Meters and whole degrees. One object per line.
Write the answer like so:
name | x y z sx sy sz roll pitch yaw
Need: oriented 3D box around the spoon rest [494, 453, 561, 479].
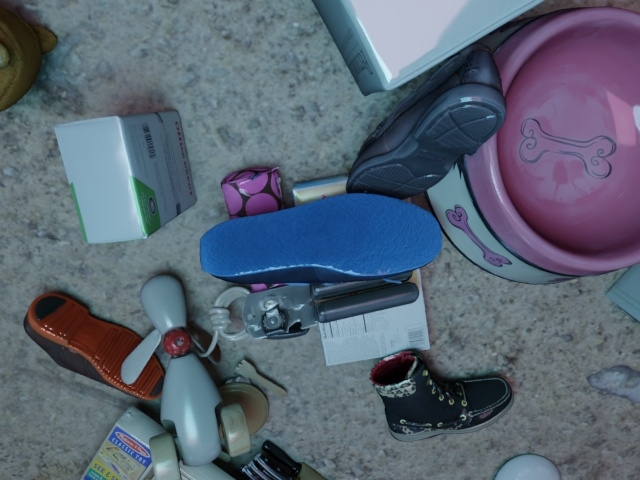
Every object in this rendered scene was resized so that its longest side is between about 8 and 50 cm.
spoon rest | 0.379 0.550 1.017 0.137 0.084 0.277 24 91 -8

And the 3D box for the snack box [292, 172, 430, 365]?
snack box | 0.072 0.046 0.876 0.186 0.060 0.322 -9 105 3

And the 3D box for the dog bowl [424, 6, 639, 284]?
dog bowl | 0.355 -0.131 0.726 0.407 0.150 0.409 0 93 -10

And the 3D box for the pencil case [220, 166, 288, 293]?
pencil case | -0.092 -0.015 0.848 0.098 0.095 0.210 -16 108 -11

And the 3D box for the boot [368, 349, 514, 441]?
boot | 0.210 0.260 0.896 0.236 0.085 0.179 -19 126 9

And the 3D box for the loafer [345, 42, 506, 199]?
loafer | 0.130 -0.138 0.681 0.108 0.302 0.095 16 68 -19

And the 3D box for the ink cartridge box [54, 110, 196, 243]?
ink cartridge box | -0.270 -0.103 0.756 0.092 0.219 0.161 -7 105 5

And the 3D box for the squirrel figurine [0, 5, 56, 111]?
squirrel figurine | -0.542 -0.361 0.665 0.370 0.281 0.397 28 107 -14

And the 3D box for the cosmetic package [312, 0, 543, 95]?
cosmetic package | 0.107 -0.428 0.604 0.327 0.329 0.394 -30 103 7

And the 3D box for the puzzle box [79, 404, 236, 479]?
puzzle box | -0.250 0.514 0.954 0.408 0.052 0.272 36 116 -1

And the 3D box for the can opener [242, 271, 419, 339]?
can opener | 0.014 0.101 0.833 0.283 0.095 0.076 -12 68 -2

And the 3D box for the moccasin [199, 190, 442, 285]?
moccasin | 0.000 0.000 0.755 0.341 0.117 0.138 0 77 6

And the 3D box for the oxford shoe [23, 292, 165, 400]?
oxford shoe | -0.401 0.202 0.922 0.271 0.097 0.098 41 128 -11

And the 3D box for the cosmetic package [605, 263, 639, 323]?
cosmetic package | 0.690 0.170 0.838 0.365 0.197 0.155 36 104 -7

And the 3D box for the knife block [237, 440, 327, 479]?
knife block | -0.023 0.496 0.988 0.275 0.088 0.242 -3 106 2

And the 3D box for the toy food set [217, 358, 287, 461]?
toy food set | -0.162 0.316 0.971 0.132 0.038 0.192 40 97 -17

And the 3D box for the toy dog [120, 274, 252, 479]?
toy dog | -0.227 0.240 0.877 0.219 0.161 0.334 8 67 -17
